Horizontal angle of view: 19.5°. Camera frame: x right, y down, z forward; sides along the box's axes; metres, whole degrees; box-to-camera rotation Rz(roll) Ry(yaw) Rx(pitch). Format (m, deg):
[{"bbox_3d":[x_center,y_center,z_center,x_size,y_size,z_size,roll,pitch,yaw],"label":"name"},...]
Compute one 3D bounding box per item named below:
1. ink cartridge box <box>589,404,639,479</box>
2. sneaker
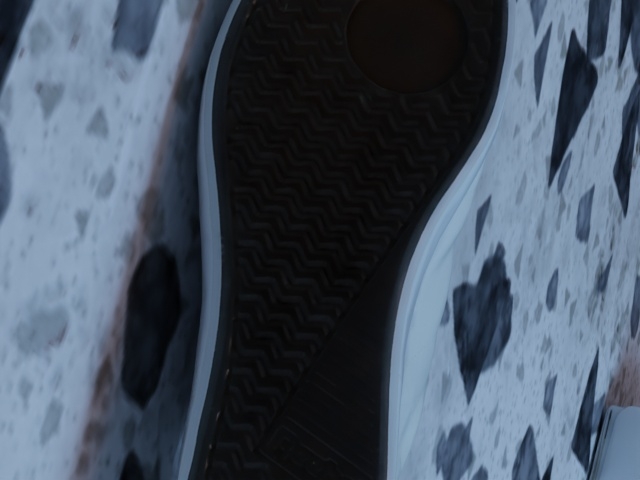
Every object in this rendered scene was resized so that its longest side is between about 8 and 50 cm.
[{"bbox_3d":[0.324,0.236,1.438,0.273,0.198,0.114,53,51,-61],"label":"ink cartridge box"},{"bbox_3d":[0.000,0.000,0.691,0.123,0.106,0.290,96,8,-79],"label":"sneaker"}]
